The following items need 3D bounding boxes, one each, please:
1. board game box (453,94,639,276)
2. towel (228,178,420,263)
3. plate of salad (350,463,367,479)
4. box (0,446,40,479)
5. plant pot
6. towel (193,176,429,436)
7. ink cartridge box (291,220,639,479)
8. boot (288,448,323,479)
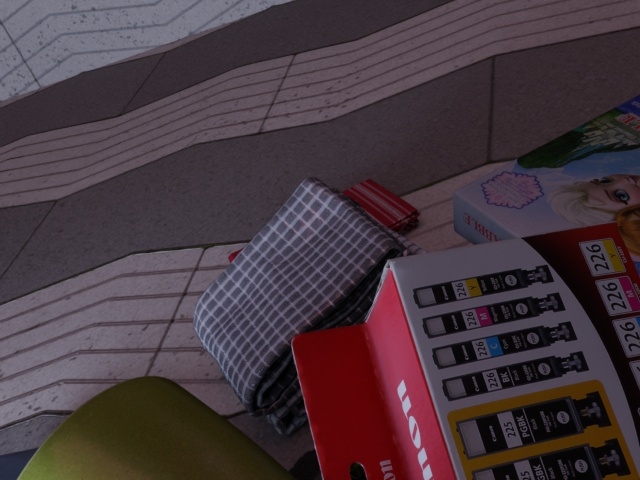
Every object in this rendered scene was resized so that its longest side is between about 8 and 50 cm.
[{"bbox_3d":[0.369,-0.024,1.013,0.318,0.066,0.319,-28,43,-20],"label":"board game box"},{"bbox_3d":[0.000,0.000,1.416,0.275,0.031,0.199,-29,27,-10],"label":"towel"},{"bbox_3d":[0.089,0.240,0.801,0.048,0.200,0.200,-48,21,24],"label":"plate of salad"},{"bbox_3d":[-0.328,0.328,1.112,0.233,0.059,0.183,-14,30,20],"label":"box"},{"bbox_3d":[-0.087,0.302,0.800,0.293,0.275,0.275,21,51,29],"label":"plant pot"},{"bbox_3d":[-0.021,0.069,1.158,0.283,0.121,0.235,-48,32,-1],"label":"towel"},{"bbox_3d":[0.144,0.165,0.707,0.272,0.130,0.309,-10,64,-13],"label":"ink cartridge box"},{"bbox_3d":[0.077,0.231,0.960,0.161,0.083,0.246,10,44,29],"label":"boot"}]
